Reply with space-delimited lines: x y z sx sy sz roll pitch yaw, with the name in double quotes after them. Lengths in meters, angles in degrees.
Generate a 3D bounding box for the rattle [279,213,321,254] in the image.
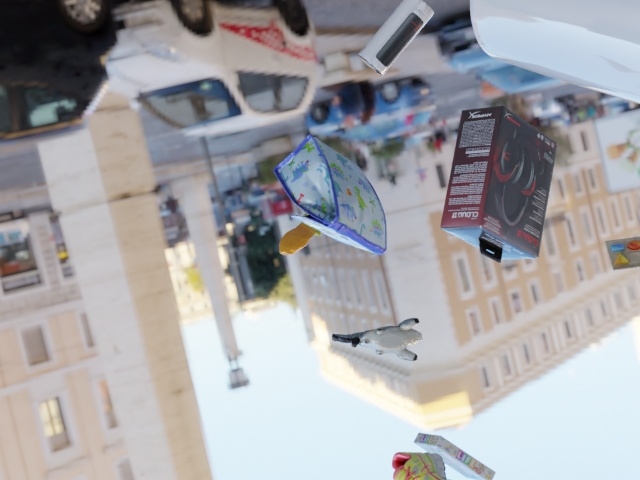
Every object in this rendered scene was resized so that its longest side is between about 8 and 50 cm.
0.000 0.000 2.433 0.130 0.142 0.199 21 171 10 "rattle"

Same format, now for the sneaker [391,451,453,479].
0.168 0.415 1.868 0.094 0.081 0.208 17 -171 -12 "sneaker"

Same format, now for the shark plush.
0.100 0.175 1.899 0.161 0.073 0.067 -11 -172 -13 "shark plush"

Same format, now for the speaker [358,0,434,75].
0.125 -0.341 1.835 0.136 0.055 0.055 -50 180 3 "speaker"

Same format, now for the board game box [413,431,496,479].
0.284 0.460 2.362 0.026 0.154 0.103 -59 -164 -16 "board game box"

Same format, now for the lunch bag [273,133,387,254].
0.022 -0.052 1.542 0.096 0.151 0.129 -45 140 16 "lunch bag"

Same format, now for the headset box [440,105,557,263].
0.371 -0.101 2.310 0.110 0.293 0.218 -1 161 45 "headset box"

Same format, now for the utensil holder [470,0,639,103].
0.473 -0.381 1.728 0.385 0.327 0.328 23 -156 35 "utensil holder"

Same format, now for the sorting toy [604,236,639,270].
0.466 0.016 1.637 0.083 0.062 0.012 -8 138 3 "sorting toy"
